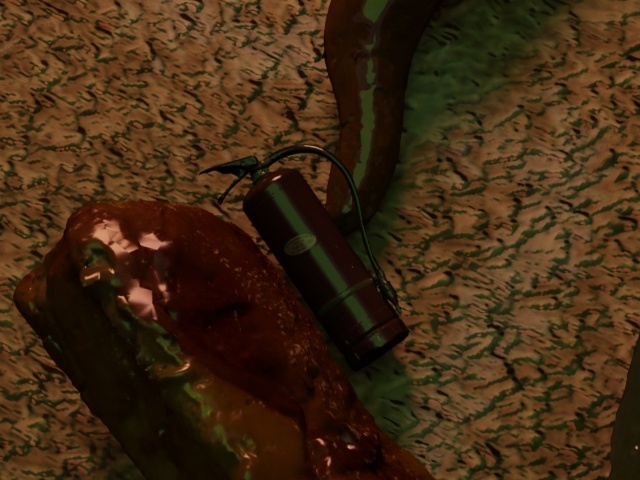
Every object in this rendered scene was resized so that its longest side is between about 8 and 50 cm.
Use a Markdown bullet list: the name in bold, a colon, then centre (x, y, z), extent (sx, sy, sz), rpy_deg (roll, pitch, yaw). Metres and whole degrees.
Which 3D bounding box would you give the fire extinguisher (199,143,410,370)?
- **fire extinguisher**: centre (0.000, 0.000, 1.129), extent (0.078, 0.045, 0.157), rpy_deg (-35, 81, 3)

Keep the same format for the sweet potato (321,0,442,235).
- **sweet potato**: centre (0.070, -0.164, 1.186), extent (0.108, 0.079, 0.346), rpy_deg (33, 78, 3)

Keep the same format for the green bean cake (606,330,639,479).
- **green bean cake**: centre (0.273, 0.117, 0.993), extent (0.223, 0.125, 0.227), rpy_deg (7, 80, 39)

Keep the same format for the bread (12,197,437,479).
- **bread**: centre (-0.010, 0.131, 1.020), extent (0.109, 0.185, 0.380), rpy_deg (-45, 71, 13)
